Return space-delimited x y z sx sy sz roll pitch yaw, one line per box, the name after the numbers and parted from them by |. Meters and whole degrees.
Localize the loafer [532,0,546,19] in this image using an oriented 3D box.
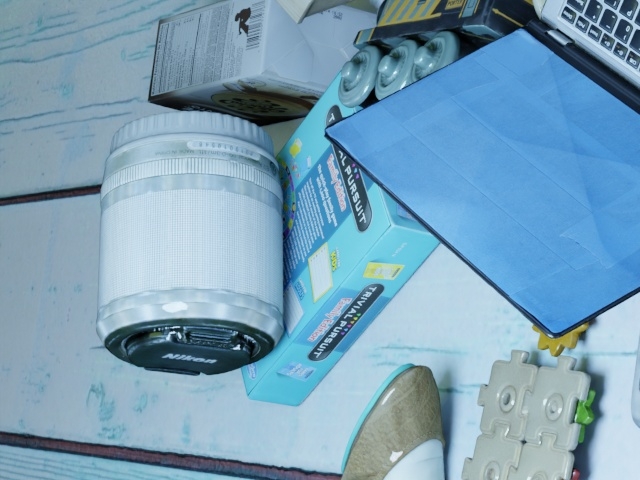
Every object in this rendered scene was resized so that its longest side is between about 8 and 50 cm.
0.292 -0.334 1.941 0.092 0.102 0.268 27 102 64 | loafer

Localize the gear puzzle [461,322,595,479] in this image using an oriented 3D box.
0.219 0.199 1.937 0.175 0.044 0.339 3 79 60 | gear puzzle

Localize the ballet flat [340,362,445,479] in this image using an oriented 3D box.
0.066 0.295 2.094 0.124 0.116 0.342 46 121 30 | ballet flat

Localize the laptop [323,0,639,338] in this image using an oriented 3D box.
0.257 -0.180 1.721 0.382 0.236 0.408 44 121 44 | laptop

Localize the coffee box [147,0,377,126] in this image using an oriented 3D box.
-0.075 -0.228 2.426 0.297 0.168 0.119 -6 75 58 | coffee box

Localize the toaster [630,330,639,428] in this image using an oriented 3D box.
0.370 0.097 1.659 0.168 0.110 0.186 0 79 57 | toaster

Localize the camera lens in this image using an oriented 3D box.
-0.153 0.010 2.265 0.219 0.219 0.274 -28 56 51 | camera lens

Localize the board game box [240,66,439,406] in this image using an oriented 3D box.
0.000 0.000 2.311 0.336 0.079 0.254 -51 41 36 | board game box

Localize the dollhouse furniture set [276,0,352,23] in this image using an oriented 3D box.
0.040 -0.388 2.224 0.212 0.161 0.242 49 134 16 | dollhouse furniture set

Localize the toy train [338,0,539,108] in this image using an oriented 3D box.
0.144 -0.215 2.101 0.334 0.142 0.190 1 66 65 | toy train
